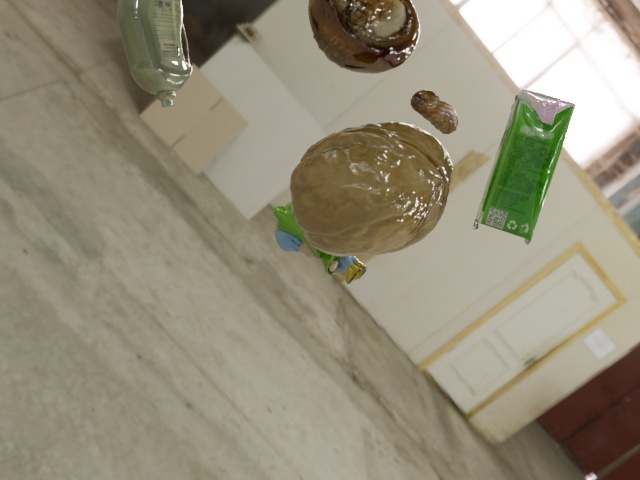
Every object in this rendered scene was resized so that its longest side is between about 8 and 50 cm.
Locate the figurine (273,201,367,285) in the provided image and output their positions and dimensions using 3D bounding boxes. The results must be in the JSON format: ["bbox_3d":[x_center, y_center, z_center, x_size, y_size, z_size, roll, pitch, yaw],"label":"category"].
[{"bbox_3d":[0.000,0.000,1.999,0.263,0.143,0.162,41,27,14],"label":"figurine"}]

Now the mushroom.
[{"bbox_3d":[0.086,-0.465,1.697,0.253,0.153,0.253,13,63,-28],"label":"mushroom"}]

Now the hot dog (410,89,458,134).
[{"bbox_3d":[0.278,-0.309,1.957,0.147,0.065,0.099,27,16,-42],"label":"hot dog"}]

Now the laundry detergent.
[{"bbox_3d":[-0.354,-0.420,1.788,0.181,0.091,0.254,-18,100,-59],"label":"laundry detergent"}]

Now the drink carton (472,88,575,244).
[{"bbox_3d":[0.376,-0.136,1.522,0.108,0.271,0.161,17,7,7],"label":"drink carton"}]

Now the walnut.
[{"bbox_3d":[0.099,-0.098,1.562,0.277,0.312,0.252,-6,87,-54],"label":"walnut"}]
